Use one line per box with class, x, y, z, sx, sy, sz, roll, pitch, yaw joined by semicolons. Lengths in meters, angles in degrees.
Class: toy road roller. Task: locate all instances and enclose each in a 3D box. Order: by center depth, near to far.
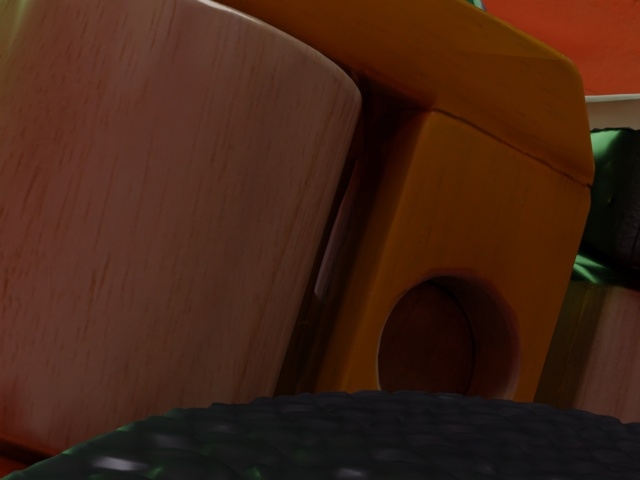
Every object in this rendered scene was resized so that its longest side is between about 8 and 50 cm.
toy road roller;-0.014;0.037;0.663;0.330;0.202;0.241;24;-13;-33

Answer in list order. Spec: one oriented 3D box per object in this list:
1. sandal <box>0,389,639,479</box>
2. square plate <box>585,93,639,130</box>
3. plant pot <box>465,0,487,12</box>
sandal;-0.003;0.110;0.393;0.168;0.107;0.446;23;16;32
square plate;0.215;0.061;0.841;0.344;0.049;0.347;-1;-37;22
plant pot;0.000;0.000;1.138;0.290;0.290;0.195;24;-32;57
